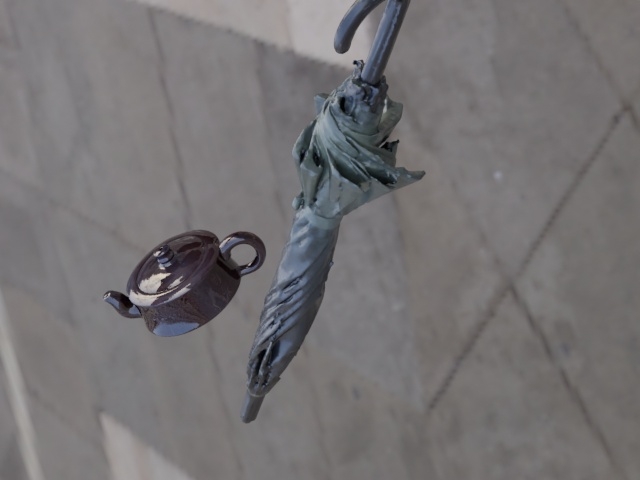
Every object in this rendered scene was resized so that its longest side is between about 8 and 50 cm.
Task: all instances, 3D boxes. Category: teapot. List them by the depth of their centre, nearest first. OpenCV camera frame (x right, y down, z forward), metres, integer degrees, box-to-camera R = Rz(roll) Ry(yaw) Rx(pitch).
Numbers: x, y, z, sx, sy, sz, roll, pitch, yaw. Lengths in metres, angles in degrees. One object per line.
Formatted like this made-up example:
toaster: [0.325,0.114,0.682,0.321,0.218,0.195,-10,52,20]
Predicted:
teapot: [-0.080,0.019,1.062,0.045,0.100,0.068,58,-168,-33]

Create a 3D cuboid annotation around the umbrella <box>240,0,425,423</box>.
umbrella: [0.004,-0.003,0.621,0.044,0.044,0.269,44,151,17]
